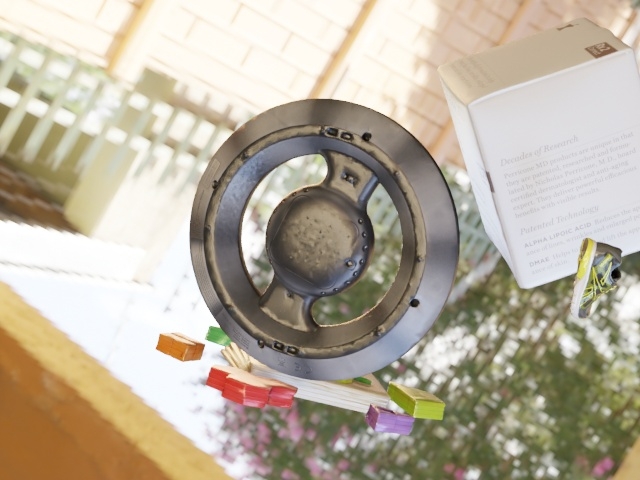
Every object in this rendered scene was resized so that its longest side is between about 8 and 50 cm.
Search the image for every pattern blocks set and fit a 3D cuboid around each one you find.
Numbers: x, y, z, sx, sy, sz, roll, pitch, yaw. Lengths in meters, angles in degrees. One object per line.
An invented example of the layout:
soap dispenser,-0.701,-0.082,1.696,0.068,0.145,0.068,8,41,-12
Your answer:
pattern blocks set,-0.015,0.128,1.274,0.285,0.026,0.325,14,-178,-22

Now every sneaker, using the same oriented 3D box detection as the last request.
sneaker,0.217,0.034,1.036,0.035,0.083,0.031,10,-131,11

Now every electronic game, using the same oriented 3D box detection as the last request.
electronic game,0.000,0.000,1.067,0.229,0.229,0.048,32,-167,13

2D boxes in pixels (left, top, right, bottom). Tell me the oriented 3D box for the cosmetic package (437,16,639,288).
cosmetic package,0.212,-0.083,1.194,0.151,0.151,0.184,-106,-3,-70
